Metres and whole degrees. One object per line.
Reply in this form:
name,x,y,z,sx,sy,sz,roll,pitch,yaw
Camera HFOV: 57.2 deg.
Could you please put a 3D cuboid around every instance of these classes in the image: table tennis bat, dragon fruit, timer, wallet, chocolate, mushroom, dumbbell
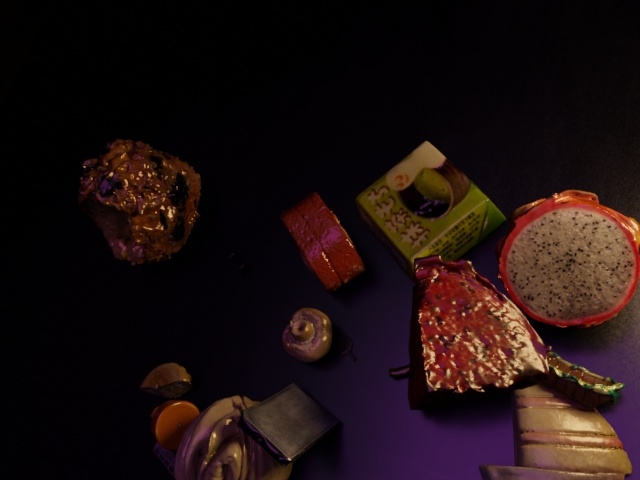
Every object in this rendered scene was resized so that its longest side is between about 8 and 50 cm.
table tennis bat,0.067,0.281,1.537,0.050,0.007,0.083,-42,53,1
dragon fruit,0.546,0.033,1.307,0.306,0.226,0.305,2,97,19
dragon fruit,0.322,0.207,1.330,0.286,0.228,0.329,-9,59,-1
timer,-0.420,0.493,1.617,0.152,0.132,0.131,0,63,53
wallet,-0.075,0.434,1.403,0.167,0.222,0.036,33,116,24
chocolate,0.272,-0.081,1.541,0.289,0.137,0.300,-40,55,3
mushroom,-0.033,0.248,1.540,0.148,0.112,0.147,-15,51,20
dumbbell,-0.250,0.065,1.784,0.036,0.040,0.083,-26,50,-26

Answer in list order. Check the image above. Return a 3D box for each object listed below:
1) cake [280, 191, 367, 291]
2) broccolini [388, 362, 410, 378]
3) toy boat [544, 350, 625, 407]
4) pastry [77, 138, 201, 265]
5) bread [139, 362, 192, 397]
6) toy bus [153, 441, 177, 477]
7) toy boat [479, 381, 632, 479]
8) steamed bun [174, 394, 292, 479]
cake,0.000,0.000,1.610,0.151,0.177,0.282,-34,57,7
broccolini,0.259,0.230,1.443,0.271,0.062,0.123,-41,49,4
toy boat,0.504,0.260,1.277,0.293,0.109,0.099,36,114,35
pastry,-0.540,-0.130,1.831,0.293,0.404,0.337,11,48,33
bread,-0.440,0.398,1.680,0.157,0.083,0.094,-25,54,11
toy bus,-0.401,0.593,1.590,0.131,0.037,0.052,34,88,33
toy boat,0.490,0.423,1.204,0.276,0.111,0.293,15,63,24
steamed bun,-0.230,0.519,1.441,0.289,0.203,0.275,0,64,28
